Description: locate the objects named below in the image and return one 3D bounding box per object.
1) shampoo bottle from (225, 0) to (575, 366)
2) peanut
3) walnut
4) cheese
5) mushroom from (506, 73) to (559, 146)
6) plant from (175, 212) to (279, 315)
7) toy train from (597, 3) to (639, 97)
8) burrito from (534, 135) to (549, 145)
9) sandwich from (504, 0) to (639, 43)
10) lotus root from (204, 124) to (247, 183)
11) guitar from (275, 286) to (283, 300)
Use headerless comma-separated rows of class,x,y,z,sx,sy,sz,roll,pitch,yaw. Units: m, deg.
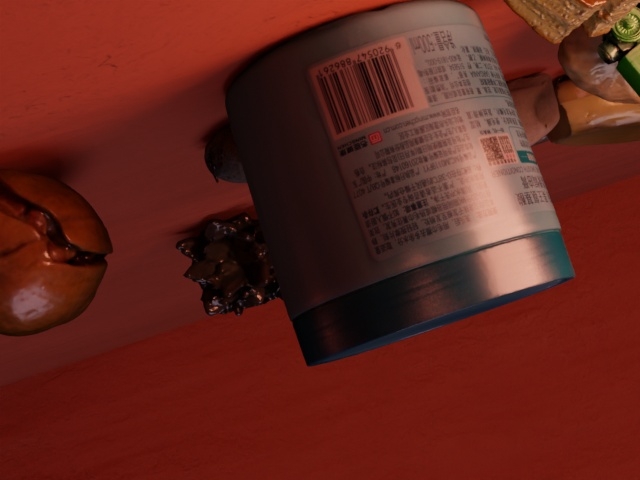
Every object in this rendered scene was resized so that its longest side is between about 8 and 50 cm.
shampoo bottle,0.087,-0.064,1.372,0.331,0.343,0.331,-18,173,-2
peanut,0.432,-0.255,1.564,0.152,0.152,0.313,-24,171,35
walnut,-0.364,0.021,1.464,0.209,0.209,0.336,-18,171,-3
cheese,0.540,-0.233,1.976,0.315,0.128,0.259,-11,-179,-1
mushroom,0.251,-0.180,1.788,0.270,0.118,0.103,-15,174,-31
plant,-0.153,0.048,2.252,0.194,0.182,0.320,-19,177,3
toy train,0.449,-0.275,1.390,0.251,0.119,0.085,-37,172,-1
burrito,0.327,-0.181,2.192,0.275,0.059,0.082,-21,165,18
sandwich,0.296,-0.278,1.292,0.244,0.088,0.090,-14,171,-31
lotus root,-0.110,-0.114,1.560,0.088,0.088,0.165,-14,-179,-29
guitar,0.002,0.001,2.203,0.271,0.038,0.084,-58,172,6
